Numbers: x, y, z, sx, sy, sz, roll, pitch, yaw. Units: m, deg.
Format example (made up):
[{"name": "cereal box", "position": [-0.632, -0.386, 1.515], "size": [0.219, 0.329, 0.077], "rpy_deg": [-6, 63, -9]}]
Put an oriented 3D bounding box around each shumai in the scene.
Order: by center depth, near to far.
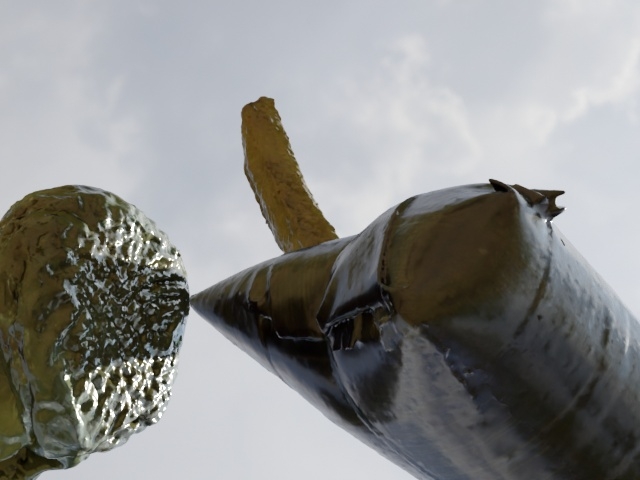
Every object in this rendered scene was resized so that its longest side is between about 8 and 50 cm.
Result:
[{"name": "shumai", "position": [-0.243, 0.069, 1.308], "size": [0.222, 0.225, 0.260], "rpy_deg": [-3, -143, 28]}]

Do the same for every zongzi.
[{"name": "zongzi", "position": [0.115, 0.141, 1.313], "size": [0.432, 0.403, 0.208], "rpy_deg": [-14, -143, 55]}]

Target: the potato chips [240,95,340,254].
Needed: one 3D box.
[{"name": "potato chips", "position": [0.000, 0.000, 1.666], "size": [0.057, 0.080, 0.407], "rpy_deg": [0, -138, -37]}]
